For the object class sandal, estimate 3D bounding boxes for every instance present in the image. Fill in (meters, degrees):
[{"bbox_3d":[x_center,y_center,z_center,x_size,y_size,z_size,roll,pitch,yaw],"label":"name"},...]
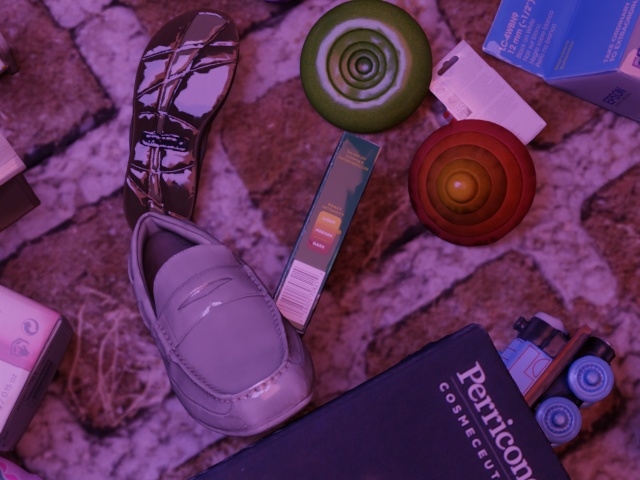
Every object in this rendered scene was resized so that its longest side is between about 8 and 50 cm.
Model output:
[{"bbox_3d":[-0.130,-0.107,1.345,0.090,0.060,0.219,10,95,2],"label":"sandal"}]

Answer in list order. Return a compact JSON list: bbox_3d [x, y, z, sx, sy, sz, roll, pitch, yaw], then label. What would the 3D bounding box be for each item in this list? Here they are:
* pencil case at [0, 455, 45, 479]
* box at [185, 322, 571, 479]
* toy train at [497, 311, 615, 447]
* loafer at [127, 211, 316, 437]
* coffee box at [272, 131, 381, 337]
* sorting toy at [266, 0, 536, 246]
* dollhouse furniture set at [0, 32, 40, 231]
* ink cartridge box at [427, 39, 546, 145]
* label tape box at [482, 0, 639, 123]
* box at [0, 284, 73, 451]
[{"bbox_3d":[-0.374,0.204,1.241,0.284,0.124,0.124,26,80,0],"label":"pencil case"},{"bbox_3d":[0.006,0.397,1.114,0.471,0.297,0.480,-27,83,-22],"label":"box"},{"bbox_3d":[0.188,0.147,1.322,0.105,0.080,0.184,39,80,7],"label":"toy train"},{"bbox_3d":[-0.095,0.062,1.189,0.112,0.319,0.111,-31,116,-12],"label":"loafer"},{"bbox_3d":[0.000,0.000,1.308,0.040,0.113,0.184,22,79,0],"label":"coffee box"},{"bbox_3d":[0.050,-0.142,1.313,0.127,0.126,0.365,-42,87,10],"label":"sorting toy"},{"bbox_3d":[-0.362,-0.114,1.268,0.212,0.161,0.242,-36,86,-9],"label":"dollhouse furniture set"},{"bbox_3d":[0.153,-0.128,1.383,0.063,0.029,0.115,-43,86,-9],"label":"ink cartridge box"},{"bbox_3d":[0.364,-0.231,1.376,0.347,0.115,0.249,24,80,-3],"label":"label tape box"},{"bbox_3d":[-0.346,0.077,1.247,0.232,0.148,0.127,26,80,-1],"label":"box"}]
